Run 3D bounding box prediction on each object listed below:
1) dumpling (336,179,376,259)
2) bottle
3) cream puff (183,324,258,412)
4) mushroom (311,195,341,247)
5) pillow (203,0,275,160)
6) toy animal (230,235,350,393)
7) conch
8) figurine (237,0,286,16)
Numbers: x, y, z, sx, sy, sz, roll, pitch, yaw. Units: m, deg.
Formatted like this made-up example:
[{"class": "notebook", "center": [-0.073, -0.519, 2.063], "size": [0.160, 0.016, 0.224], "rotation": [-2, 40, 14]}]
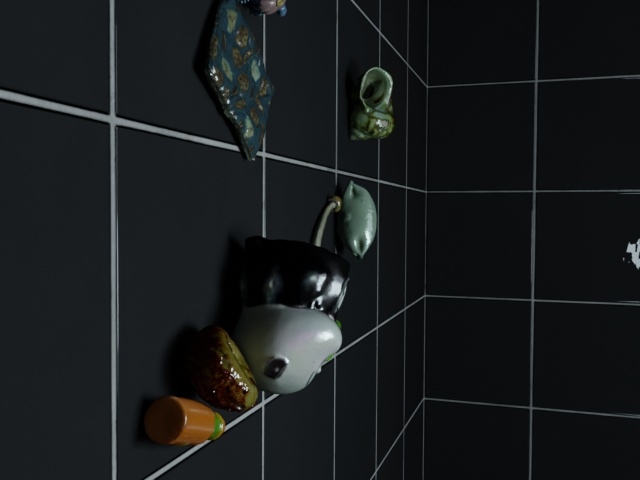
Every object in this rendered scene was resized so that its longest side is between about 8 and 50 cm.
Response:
[{"class": "dumpling", "center": [0.086, -0.053, 1.834], "size": [0.104, 0.149, 0.217], "rotation": [-7, 92, -33]}, {"class": "bottle", "center": [-0.192, 0.275, 1.013], "size": [0.187, 0.069, 0.069], "rotation": [48, 46, -66]}, {"class": "cream puff", "center": [-0.159, 0.207, 1.051], "size": [0.149, 0.084, 0.149], "rotation": [59, -1, 1]}, {"class": "mushroom", "center": [0.002, -0.001, 1.656], "size": [0.068, 0.043, 0.306], "rotation": [46, 44, -31]}, {"class": "pillow", "center": [-0.139, -0.287, 1.199], "size": [0.256, 0.034, 0.189], "rotation": [63, 33, -55]}, {"class": "toy animal", "center": [-0.051, 0.141, 1.209], "size": [0.212, 0.212, 0.267], "rotation": [45, 47, -65]}, {"class": "conch", "center": [0.139, -0.378, 1.925], "size": [0.187, 0.124, 0.182], "rotation": [39, 60, -37]}, {"class": "figurine", "center": [-0.110, -0.477, 1.198], "size": [0.178, 0.114, 0.145], "rotation": [81, -13, -69]}]
